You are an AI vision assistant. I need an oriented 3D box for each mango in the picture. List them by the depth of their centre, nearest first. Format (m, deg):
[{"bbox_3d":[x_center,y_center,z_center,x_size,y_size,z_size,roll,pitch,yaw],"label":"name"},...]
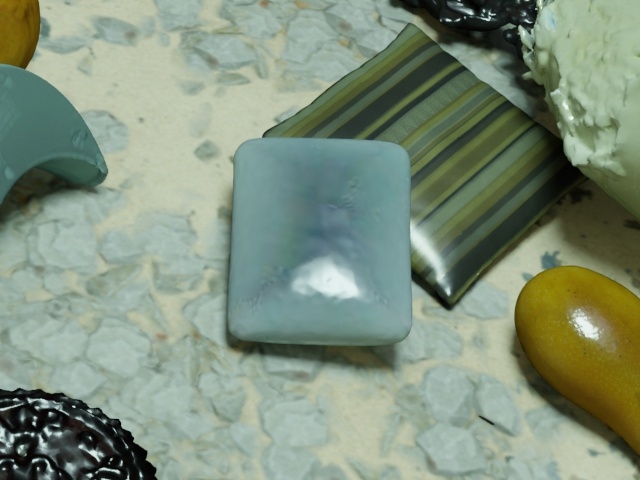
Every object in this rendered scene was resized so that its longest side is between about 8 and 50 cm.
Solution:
[{"bbox_3d":[0.223,0.092,1.209,0.102,0.085,0.184,-32,69,-36],"label":"mango"}]

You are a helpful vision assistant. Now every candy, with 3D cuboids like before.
[{"bbox_3d":[0.000,0.000,1.222,0.138,0.071,0.174,2,58,-1],"label":"candy"}]

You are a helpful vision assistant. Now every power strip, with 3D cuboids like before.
[{"bbox_3d":[-0.247,-0.030,1.142,0.054,0.167,0.253,-10,33,31],"label":"power strip"}]

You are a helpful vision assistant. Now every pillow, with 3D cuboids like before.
[{"bbox_3d":[0.090,-0.070,1.340,0.212,0.052,0.208,41,56,14],"label":"pillow"}]

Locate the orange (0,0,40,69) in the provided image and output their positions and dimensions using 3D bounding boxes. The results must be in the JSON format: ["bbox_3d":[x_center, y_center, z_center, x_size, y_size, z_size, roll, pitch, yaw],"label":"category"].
[{"bbox_3d":[-0.304,-0.177,1.245,0.177,0.155,0.177,44,12,-12],"label":"orange"}]

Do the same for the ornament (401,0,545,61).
[{"bbox_3d":[0.171,-0.254,1.514,0.251,0.106,0.260,12,54,4],"label":"ornament"}]

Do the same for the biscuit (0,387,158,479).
[{"bbox_3d":[-0.191,0.177,1.024,0.194,0.053,0.194,9,47,-10],"label":"biscuit"}]

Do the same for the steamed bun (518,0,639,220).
[{"bbox_3d":[0.322,-0.147,1.337,0.312,0.233,0.334,39,69,-33],"label":"steamed bun"}]
